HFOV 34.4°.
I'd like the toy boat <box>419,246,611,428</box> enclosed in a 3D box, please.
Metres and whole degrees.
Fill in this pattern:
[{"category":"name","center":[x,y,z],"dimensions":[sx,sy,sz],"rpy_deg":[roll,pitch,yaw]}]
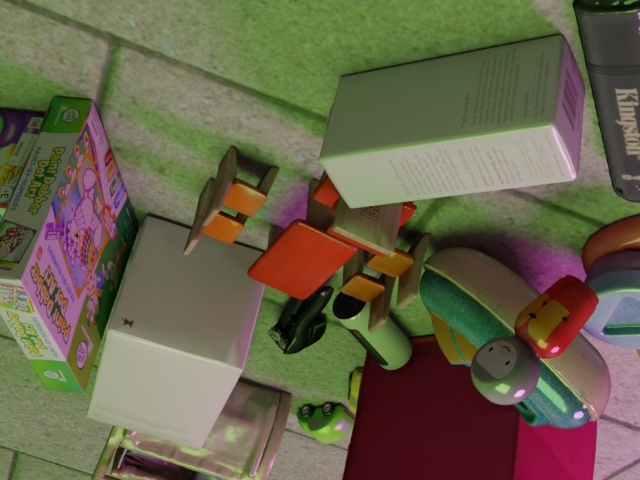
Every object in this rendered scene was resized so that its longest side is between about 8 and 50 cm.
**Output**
[{"category":"toy boat","center":[0.209,0.117,1.149],"dimensions":[0.267,0.148,0.318],"rpy_deg":[43,174,6]}]

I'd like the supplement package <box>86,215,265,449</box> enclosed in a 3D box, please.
[{"category":"supplement package","center":[-0.195,0.134,1.392],"dimensions":[0.175,0.177,0.293],"rpy_deg":[18,147,-7]}]

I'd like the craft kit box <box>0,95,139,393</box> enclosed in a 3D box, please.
[{"category":"craft kit box","center":[-0.289,0.009,1.185],"dimensions":[0.061,0.246,0.250],"rpy_deg":[8,146,11]}]

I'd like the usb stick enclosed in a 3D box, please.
[{"category":"usb stick","center":[0.291,-0.130,0.956],"dimensions":[0.077,0.045,0.278],"rpy_deg":[-3,143,22]}]

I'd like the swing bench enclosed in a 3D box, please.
[{"category":"swing bench","center":[-0.213,0.324,1.687],"dimensions":[0.253,0.165,0.254],"rpy_deg":[20,145,-9]}]

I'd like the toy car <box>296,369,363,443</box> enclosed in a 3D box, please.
[{"category":"toy car","center":[0.057,0.290,1.640],"dimensions":[0.225,0.053,0.239],"rpy_deg":[-14,137,34]}]

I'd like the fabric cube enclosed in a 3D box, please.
[{"category":"fabric cube","center":[0.209,0.301,1.419],"dimensions":[0.254,0.259,0.258],"rpy_deg":[-9,140,32]}]

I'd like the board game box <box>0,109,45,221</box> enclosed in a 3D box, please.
[{"category":"board game box","center":[-0.443,-0.066,1.223],"dimensions":[0.275,0.142,0.144],"rpy_deg":[7,146,9]}]

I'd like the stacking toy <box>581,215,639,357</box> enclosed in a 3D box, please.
[{"category":"stacking toy","center":[0.450,0.101,1.159],"dimensions":[0.279,0.130,0.309],"rpy_deg":[-14,137,36]}]

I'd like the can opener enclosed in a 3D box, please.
[{"category":"can opener","center":[-0.024,0.096,1.399],"dimensions":[0.059,0.073,0.186],"rpy_deg":[48,147,19]}]

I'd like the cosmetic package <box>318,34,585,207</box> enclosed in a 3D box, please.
[{"category":"cosmetic package","center":[0.125,-0.109,0.983],"dimensions":[0.231,0.117,0.085],"rpy_deg":[-6,140,29]}]

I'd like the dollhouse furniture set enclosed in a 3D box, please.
[{"category":"dollhouse furniture set","center":[0.000,0.000,1.166],"dimensions":[0.262,0.135,0.259],"rpy_deg":[24,145,-15]}]

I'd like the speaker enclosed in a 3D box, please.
[{"category":"speaker","center":[0.070,0.117,1.385],"dimensions":[0.055,0.055,0.136],"rpy_deg":[-10,140,31]}]
